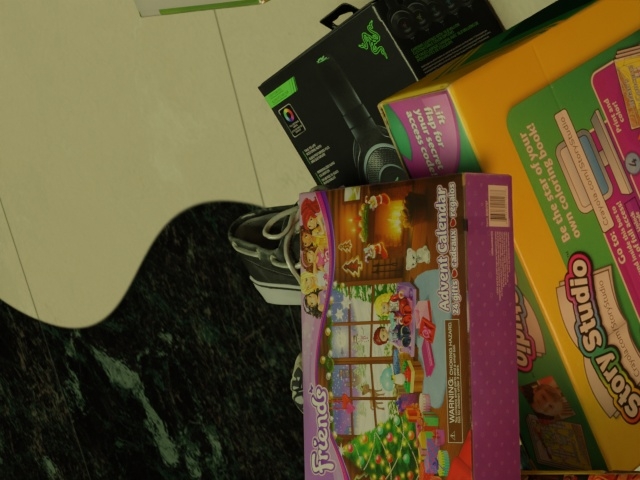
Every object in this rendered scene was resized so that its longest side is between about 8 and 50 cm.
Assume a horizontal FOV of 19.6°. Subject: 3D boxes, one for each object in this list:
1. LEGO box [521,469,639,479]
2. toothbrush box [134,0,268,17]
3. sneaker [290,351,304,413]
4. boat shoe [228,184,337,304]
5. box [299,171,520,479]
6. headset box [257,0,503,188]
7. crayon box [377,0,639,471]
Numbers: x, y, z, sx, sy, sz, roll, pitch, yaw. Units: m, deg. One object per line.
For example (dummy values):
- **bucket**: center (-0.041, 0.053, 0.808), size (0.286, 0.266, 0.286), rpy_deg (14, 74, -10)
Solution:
- **LEGO box**: center (0.334, 0.320, 1.568), size (0.372, 0.500, 0.193), rpy_deg (-9, 71, 50)
- **toothbrush box**: center (-0.031, -0.321, 1.754), size (0.206, 0.283, 0.122), rpy_deg (3, 119, 51)
- **sneaker**: center (0.086, 0.217, 2.213), size (0.275, 0.110, 0.107), rpy_deg (44, 108, -2)
- **boat shoe**: center (0.003, -0.003, 1.881), size (0.105, 0.113, 0.306), rpy_deg (52, 160, -18)
- **box**: center (0.068, 0.099, 1.478), size (0.201, 0.057, 0.293), rpy_deg (-6, 84, 50)
- **headset box**: center (0.097, -0.120, 1.888), size (0.283, 0.131, 0.246), rpy_deg (60, 147, -2)
- **crayon box**: center (0.251, -0.022, 1.597), size (0.106, 0.313, 0.362), rpy_deg (-8, 109, 55)
